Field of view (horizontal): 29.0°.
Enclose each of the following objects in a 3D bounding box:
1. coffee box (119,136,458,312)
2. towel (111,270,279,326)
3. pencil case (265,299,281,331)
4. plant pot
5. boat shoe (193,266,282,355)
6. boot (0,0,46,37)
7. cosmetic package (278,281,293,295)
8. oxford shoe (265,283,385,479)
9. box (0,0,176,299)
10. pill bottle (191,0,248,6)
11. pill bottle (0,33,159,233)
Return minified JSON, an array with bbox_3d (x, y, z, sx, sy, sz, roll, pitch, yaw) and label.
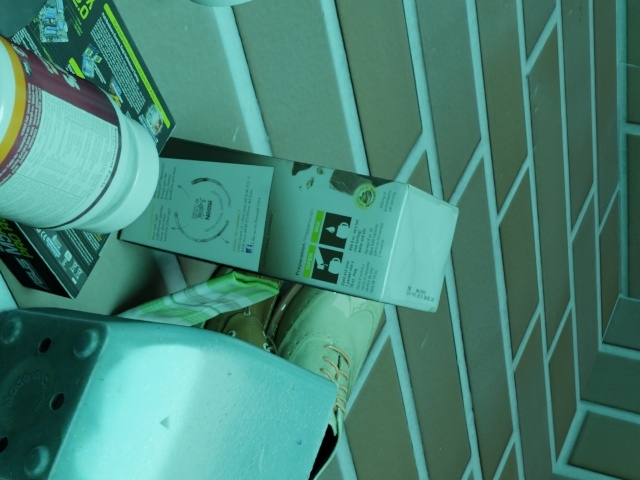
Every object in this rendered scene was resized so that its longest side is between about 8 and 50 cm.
[{"bbox_3d":[-0.031,-0.018,1.268,0.168,0.297,0.119,17,86,-66],"label":"coffee box"},{"bbox_3d":[-0.130,0.070,1.283,0.113,0.152,0.023,15,57,-66],"label":"towel"},{"bbox_3d":[-0.044,0.134,1.591,0.070,0.064,0.152,54,51,-38],"label":"pencil case"},{"bbox_3d":[-0.182,0.181,1.121,0.252,0.247,0.248,39,64,-44],"label":"plant pot"},{"bbox_3d":[-0.097,0.139,1.428,0.307,0.104,0.111,-65,152,-28],"label":"boat shoe"},{"bbox_3d":[-0.226,-0.414,0.844,0.367,0.146,0.445,-50,141,-30],"label":"boot"},{"bbox_3d":[0.000,0.000,1.632,0.239,0.060,0.099,-24,123,-61],"label":"cosmetic package"},{"bbox_3d":[0.000,0.175,1.474,0.140,0.146,0.397,33,76,-29],"label":"oxford shoe"},{"bbox_3d":[-0.237,-0.110,1.069,0.216,0.060,0.270,-65,153,-28],"label":"box"},{"bbox_3d":[-0.112,-0.352,1.118,0.153,0.153,0.265,-63,151,-31],"label":"pill bottle"},{"bbox_3d":[-0.216,-0.074,0.909,0.221,0.121,0.121,24,78,-65],"label":"pill bottle"}]
